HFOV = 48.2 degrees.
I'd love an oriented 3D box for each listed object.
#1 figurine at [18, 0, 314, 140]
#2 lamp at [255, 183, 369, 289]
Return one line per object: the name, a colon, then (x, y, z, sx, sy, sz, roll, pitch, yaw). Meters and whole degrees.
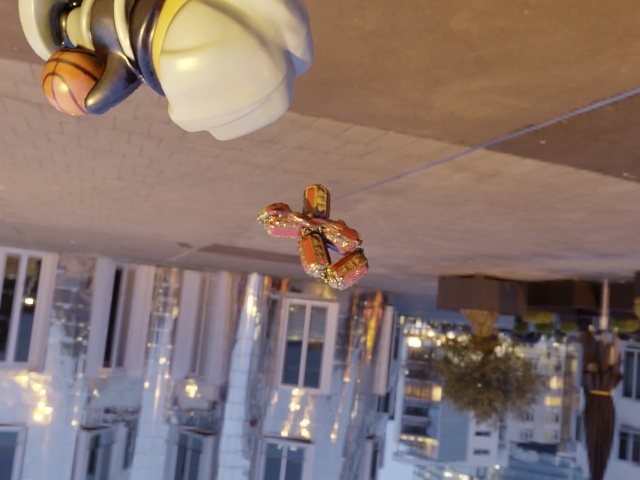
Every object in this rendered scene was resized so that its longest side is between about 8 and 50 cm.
figurine: (-0.127, -0.169, 0.591, 0.237, 0.176, 0.133, 17, 165, 21)
lamp: (0.000, 0.000, 0.532, 0.063, 0.083, 0.031, -31, 170, -26)
